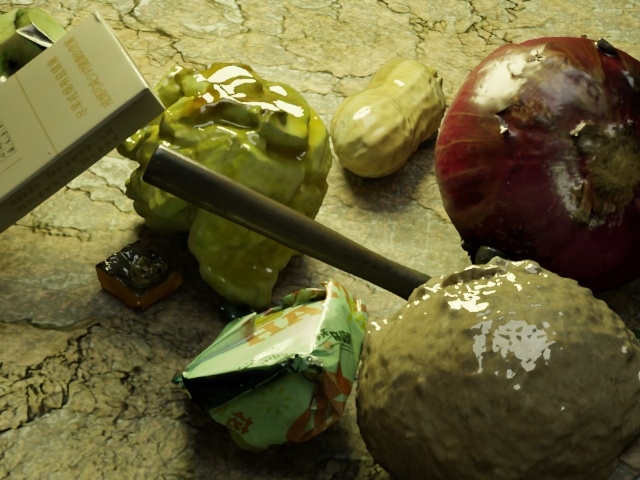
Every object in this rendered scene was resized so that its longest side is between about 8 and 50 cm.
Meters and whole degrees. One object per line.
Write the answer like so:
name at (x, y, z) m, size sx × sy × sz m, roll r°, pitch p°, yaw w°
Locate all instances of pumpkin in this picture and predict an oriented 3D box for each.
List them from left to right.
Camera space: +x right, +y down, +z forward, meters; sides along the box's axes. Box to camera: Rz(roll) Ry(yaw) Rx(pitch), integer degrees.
pumpkin at (-0.221, 0.041, 1.829) m, size 0.083 × 0.054 × 0.074 m, roll 34°, pitch 47°, yaw 25°

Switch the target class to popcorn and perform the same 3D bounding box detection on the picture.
popcorn at (-0.123, -0.089, 1.869) m, size 0.293 × 0.237 × 0.293 m, roll 10°, pitch 32°, yaw -6°

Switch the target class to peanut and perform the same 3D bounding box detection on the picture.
peanut at (0.098, -0.175, 2.134) m, size 0.130 × 0.130 × 0.290 m, roll 21°, pitch 35°, yaw 18°

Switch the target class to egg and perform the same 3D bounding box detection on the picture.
egg at (0.187, 0.156, 1.565) m, size 0.310 × 0.279 × 0.279 m, roll 0°, pitch 33°, yaw 15°

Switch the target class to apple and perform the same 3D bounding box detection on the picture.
apple at (-0.416, -0.230, 2.074) m, size 0.207 × 0.174 × 0.188 m, roll -9°, pitch 12°, yaw -13°

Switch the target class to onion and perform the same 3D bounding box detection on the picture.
onion at (0.294, -0.095, 1.943) m, size 0.348 × 0.348 × 0.385 m, roll -6°, pitch 2°, yaw -18°

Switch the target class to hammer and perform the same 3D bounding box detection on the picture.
hammer at (0.000, 0.000, 1.753) m, size 0.440 × 0.168 × 0.044 m, roll 26°, pitch -7°, yaw -11°

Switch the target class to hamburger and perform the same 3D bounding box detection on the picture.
hamburger at (-0.059, 0.142, 1.651) m, size 0.235 × 0.125 × 0.214 m, roll -27°, pitch 13°, yaw 19°

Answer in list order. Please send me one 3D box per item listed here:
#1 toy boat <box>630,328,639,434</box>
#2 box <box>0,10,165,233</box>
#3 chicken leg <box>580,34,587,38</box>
toy boat at (0.339, 0.175, 1.746) m, size 0.104 × 0.052 × 0.210 m, roll 23°, pitch 37°, yaw 16°
box at (-0.376, -0.114, 1.849) m, size 0.365 × 0.051 × 0.204 m, roll -37°, pitch 45°, yaw 1°
chicken leg at (0.426, -0.319, 2.477) m, size 0.036 × 0.021 × 0.083 m, roll 22°, pitch 36°, yaw 34°
